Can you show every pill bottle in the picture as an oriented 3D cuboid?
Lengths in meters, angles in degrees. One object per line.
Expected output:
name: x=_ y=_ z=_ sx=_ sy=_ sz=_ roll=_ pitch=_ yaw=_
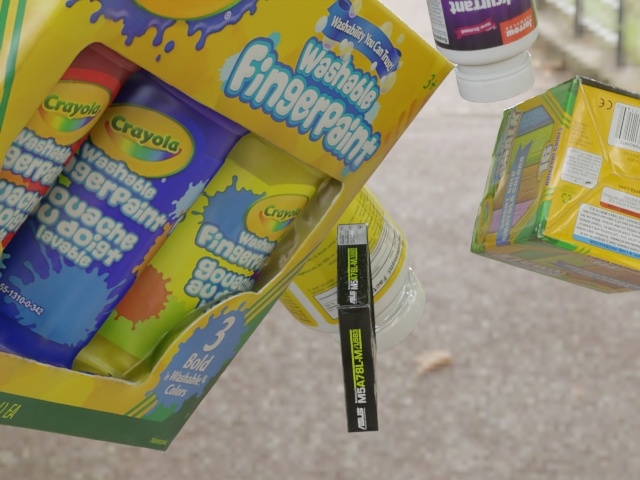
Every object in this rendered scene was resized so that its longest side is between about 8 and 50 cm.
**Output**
pill bottle: x=0.161 y=-0.242 z=1.739 sx=0.108 sy=0.193 sz=0.108 roll=-11 pitch=26 yaw=6
pill bottle: x=0.000 y=0.000 z=2.271 sx=0.188 sy=0.188 sz=0.334 roll=5 pitch=-35 yaw=42

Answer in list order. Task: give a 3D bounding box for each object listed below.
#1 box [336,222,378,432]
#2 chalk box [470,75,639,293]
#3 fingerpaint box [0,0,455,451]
box: x=0.045 y=0.104 z=2.092 sx=0.045 sy=0.184 sz=0.190 roll=-2 pitch=32 yaw=2
chalk box: x=0.208 y=-0.036 z=1.379 sx=0.132 sy=0.132 sz=0.213 roll=15 pitch=-8 yaw=-11
fingerpaint box: x=-0.141 y=-0.065 z=1.125 sx=0.163 sy=0.371 sz=0.445 roll=39 pitch=5 yaw=25
